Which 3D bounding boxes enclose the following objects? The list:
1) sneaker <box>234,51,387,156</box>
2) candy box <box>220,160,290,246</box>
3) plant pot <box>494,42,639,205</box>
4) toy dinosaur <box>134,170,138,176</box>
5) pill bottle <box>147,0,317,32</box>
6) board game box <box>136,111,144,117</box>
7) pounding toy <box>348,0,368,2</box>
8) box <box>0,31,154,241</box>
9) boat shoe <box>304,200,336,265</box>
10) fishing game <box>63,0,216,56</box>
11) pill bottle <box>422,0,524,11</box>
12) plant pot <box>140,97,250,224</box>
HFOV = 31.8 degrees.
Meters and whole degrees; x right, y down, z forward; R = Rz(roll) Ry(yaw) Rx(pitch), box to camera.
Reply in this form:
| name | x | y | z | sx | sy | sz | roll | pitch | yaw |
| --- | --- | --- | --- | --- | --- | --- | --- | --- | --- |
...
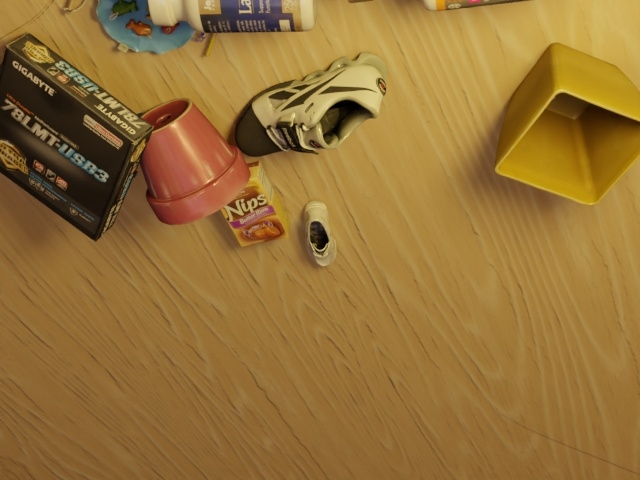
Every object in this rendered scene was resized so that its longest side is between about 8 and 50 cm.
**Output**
| name | x | y | z | sx | sy | sz | roll | pitch | yaw |
| --- | --- | --- | --- | --- | --- | --- | --- | --- | --- |
| sneaker | -0.029 | -0.216 | 2.047 | 0.330 | 0.146 | 0.122 | -26 | 132 | 30 |
| candy box | -0.143 | -0.072 | 2.279 | 0.109 | 0.053 | 0.187 | -11 | 135 | 15 |
| plant pot | 0.441 | -0.221 | 1.984 | 0.212 | 0.187 | 0.212 | 17 | 136 | -17 |
| toy dinosaur | -0.433 | -0.148 | 2.183 | 0.268 | 0.064 | 0.118 | -17 | 118 | 37 |
| pill bottle | -0.141 | -0.414 | 1.823 | 0.264 | 0.153 | 0.153 | -1 | 138 | 3 |
| board game box | -0.362 | -0.200 | 2.170 | 0.090 | 0.020 | 0.090 | -14 | 135 | 18 |
| pounding toy | 0.055 | -0.488 | 1.766 | 0.094 | 0.181 | 0.206 | -27 | 106 | -10 |
| box | -0.476 | -0.184 | 2.069 | 0.295 | 0.073 | 0.293 | 37 | 136 | 3 |
| boat shoe | 0.000 | 0.000 | 2.343 | 0.066 | 0.063 | 0.184 | 1 | 138 | 2 |
| fishing game | -0.301 | -0.393 | 1.939 | 0.264 | 0.041 | 0.189 | 18 | 133 | -16 |
| pill bottle | 0.291 | -0.452 | 1.753 | 0.278 | 0.162 | 0.162 | -5 | 138 | 9 |
| plant pot | -0.257 | -0.158 | 2.101 | 0.201 | 0.201 | 0.180 | -16 | 119 | 20 |
